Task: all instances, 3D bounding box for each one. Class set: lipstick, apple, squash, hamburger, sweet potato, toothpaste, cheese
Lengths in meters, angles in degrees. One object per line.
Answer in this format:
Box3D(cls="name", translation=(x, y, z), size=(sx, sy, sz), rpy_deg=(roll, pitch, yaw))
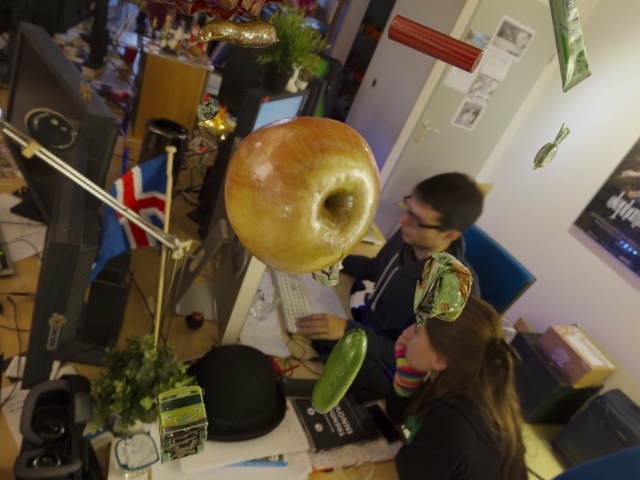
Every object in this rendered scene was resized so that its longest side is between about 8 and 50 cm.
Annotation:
Box3D(cls="lipstick", translation=(0.324, -0.563, 1.283), size=(0.279, 0.073, 0.073), rpy_deg=(32, 30, 18))
Box3D(cls="apple", translation=(-0.034, -0.082, 0.803), size=(0.286, 0.286, 0.233), rpy_deg=(-3, 17, -40))
Box3D(cls="squash", translation=(0.044, 0.346, 1.152), size=(0.082, 0.292, 0.082), rpy_deg=(19, 26, -10))
Box3D(cls="hamburger", translation=(0.326, 0.149, 1.246), size=(0.125, 0.235, 0.214), rpy_deg=(14, 4, 7))
Box3D(cls="sweet potato", translation=(-0.067, -0.184, 0.398), size=(0.026, 0.026, 0.115), rpy_deg=(34, 32, 15))
Box3D(cls="toothpaste", translation=(0.532, -0.461, 0.967), size=(0.297, 0.074, 0.048), rpy_deg=(52, 7, -37))
Box3D(cls="cheese", translation=(0.550, -0.218, 1.071), size=(0.067, 0.121, 0.026), rpy_deg=(14, 27, -50))

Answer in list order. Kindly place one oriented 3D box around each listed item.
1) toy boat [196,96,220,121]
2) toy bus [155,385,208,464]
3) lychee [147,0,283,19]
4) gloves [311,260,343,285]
Box3D(cls="toy boat", translation=(-0.224, -0.254, 0.881), size=(0.038, 0.038, 0.083), rpy_deg=(7, -9, -30))
Box3D(cls="toy bus", translation=(-0.269, 0.354, 0.863), size=(0.088, 0.175, 0.101), rpy_deg=(-4, 51, -23))
Box3D(cls="lychee", translation=(-0.082, -0.479, 0.443), size=(0.424, 0.500, 0.424), rpy_deg=(35, 20, -15))
Box3D(cls="gloves", translation=(0.009, 0.001, 1.143), size=(0.111, 0.212, 0.127), rpy_deg=(2, 17, -4))
